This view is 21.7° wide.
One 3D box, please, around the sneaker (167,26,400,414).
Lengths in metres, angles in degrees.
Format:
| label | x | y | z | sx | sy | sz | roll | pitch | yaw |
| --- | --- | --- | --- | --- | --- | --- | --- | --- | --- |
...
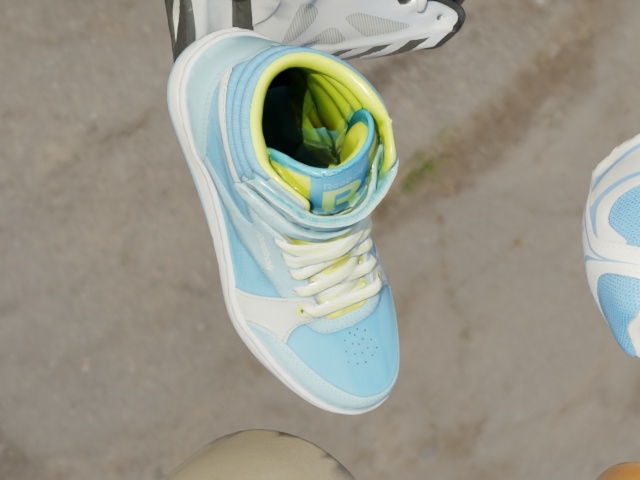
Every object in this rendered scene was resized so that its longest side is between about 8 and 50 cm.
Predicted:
| label | x | y | z | sx | sy | sz | roll | pitch | yaw |
| --- | --- | --- | --- | --- | --- | --- | --- | --- | --- |
| sneaker | 0.000 | 0.000 | 1.207 | 0.127 | 0.208 | 0.319 | -30 | 106 | -17 |

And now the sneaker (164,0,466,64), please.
| label | x | y | z | sx | sy | sz | roll | pitch | yaw |
| --- | --- | --- | --- | --- | --- | --- | --- | --- | --- |
| sneaker | 0.012 | -0.274 | 1.385 | 0.258 | 0.169 | 0.447 | -6 | 163 | -11 |

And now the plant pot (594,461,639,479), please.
| label | x | y | z | sx | sy | sz | roll | pitch | yaw |
| --- | --- | --- | --- | --- | --- | --- | --- | --- | --- |
| plant pot | 0.188 | 0.292 | 0.892 | 0.203 | 0.291 | 0.291 | -40 | 133 | -16 |

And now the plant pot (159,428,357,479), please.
| label | x | y | z | sx | sy | sz | roll | pitch | yaw |
| --- | --- | --- | --- | --- | --- | --- | --- | --- | --- |
| plant pot | -0.109 | 0.323 | 1.496 | 0.274 | 0.256 | 0.256 | -13 | 132 | -62 |

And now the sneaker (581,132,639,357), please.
| label | x | y | z | sx | sy | sz | roll | pitch | yaw |
| --- | --- | --- | --- | --- | --- | --- | --- | --- | --- |
| sneaker | 0.204 | 0.012 | 0.544 | 0.237 | 0.086 | 0.085 | 2 | 145 | 5 |
